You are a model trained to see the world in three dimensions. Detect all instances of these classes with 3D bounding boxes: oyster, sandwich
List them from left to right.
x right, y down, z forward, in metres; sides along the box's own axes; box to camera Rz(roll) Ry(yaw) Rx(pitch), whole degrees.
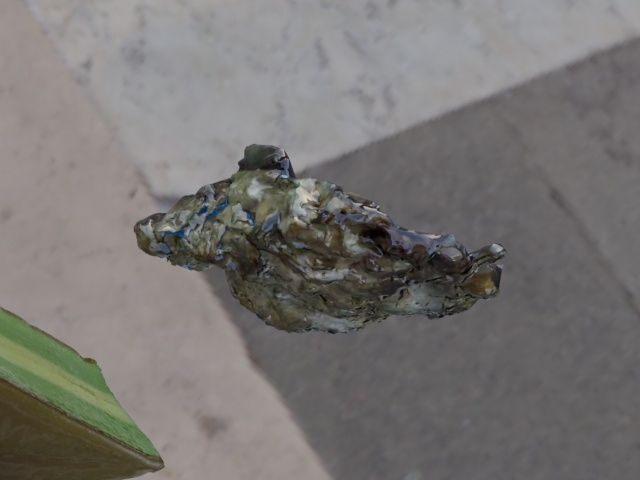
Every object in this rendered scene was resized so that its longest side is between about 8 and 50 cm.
[{"bbox_3d":[-0.128,0.070,0.644,0.074,0.074,0.116,49,6,37],"label":"sandwich"},{"bbox_3d":[-0.001,0.008,1.252,0.259,0.198,0.092,21,69,-1],"label":"oyster"}]
